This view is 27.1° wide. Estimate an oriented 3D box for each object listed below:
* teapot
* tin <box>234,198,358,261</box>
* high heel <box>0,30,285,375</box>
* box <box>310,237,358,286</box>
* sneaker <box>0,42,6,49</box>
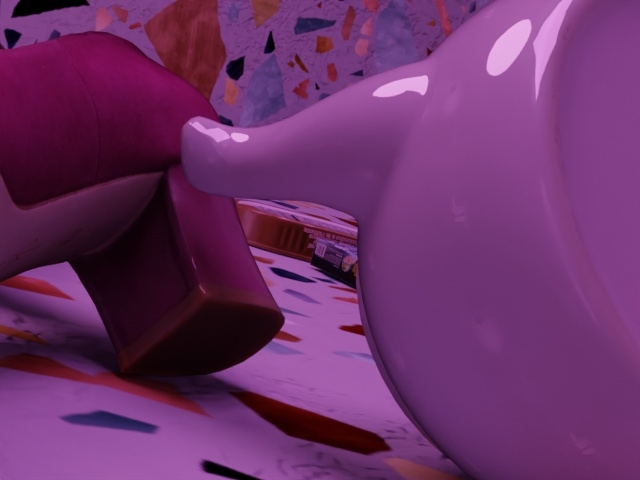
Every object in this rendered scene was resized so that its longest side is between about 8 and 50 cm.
[{"bbox_3d":[0.111,0.021,0.568,0.252,0.256,0.187,-16,-11,-40],"label":"teapot"},{"bbox_3d":[0.000,0.000,1.247,0.189,0.040,0.106,15,1,-11],"label":"tin"},{"bbox_3d":[-0.161,-0.051,0.513,0.377,0.127,0.181,28,29,-59],"label":"high heel"},{"bbox_3d":[0.065,0.033,1.128,0.094,0.027,0.137,12,7,-32],"label":"box"},{"bbox_3d":[-0.194,-0.054,0.781,0.112,0.121,0.299,17,3,-23],"label":"sneaker"}]
